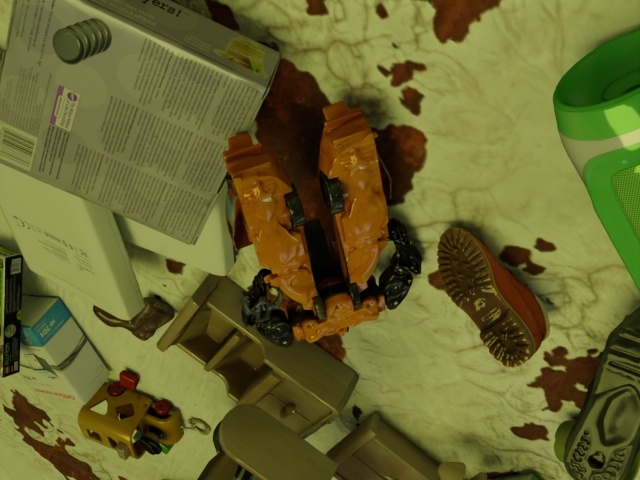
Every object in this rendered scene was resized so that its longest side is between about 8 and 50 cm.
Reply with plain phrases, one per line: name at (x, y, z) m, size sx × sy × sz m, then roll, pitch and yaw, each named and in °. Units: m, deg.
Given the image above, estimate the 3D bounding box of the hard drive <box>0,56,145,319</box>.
hard drive at (-0.363, -0.070, 1.092) m, size 0.233 × 0.047 × 0.353 m, roll 22°, pitch 139°, yaw 32°

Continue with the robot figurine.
robot figurine at (0.000, 0.000, 0.889) m, size 0.211 × 0.085 × 0.291 m, roll -18°, pitch 138°, yaw -6°

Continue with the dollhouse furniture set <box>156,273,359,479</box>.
dollhouse furniture set at (-0.160, 0.275, 1.082) m, size 0.256 × 0.394 × 0.362 m, roll 37°, pitch 141°, yaw -4°

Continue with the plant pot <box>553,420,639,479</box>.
plant pot at (0.322, 0.244, 0.984) m, size 0.079 × 0.083 × 0.083 m, roll 0°, pitch 132°, yaw 49°

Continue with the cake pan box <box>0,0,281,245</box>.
cake pan box at (-0.200, -0.130, 0.857) m, size 0.245 × 0.070 × 0.267 m, roll 24°, pitch 135°, yaw -8°

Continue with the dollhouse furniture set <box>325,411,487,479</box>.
dollhouse furniture set at (0.063, 0.424, 1.097) m, size 0.174 × 0.355 × 0.303 m, roll 39°, pitch 119°, yaw -8°

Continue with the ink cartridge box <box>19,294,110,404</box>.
ink cartridge box at (-0.477, 0.188, 1.456) m, size 0.139 × 0.082 × 0.191 m, roll 1°, pitch 129°, yaw 33°

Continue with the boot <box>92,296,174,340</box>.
boot at (-0.285, 0.107, 1.275) m, size 0.106 × 0.037 × 0.114 m, roll 29°, pitch 146°, yaw -16°

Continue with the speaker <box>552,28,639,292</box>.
speaker at (0.302, -0.021, 0.676) m, size 0.131 × 0.131 × 0.296 m, roll -14°, pitch 122°, yaw 42°

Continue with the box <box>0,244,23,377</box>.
box at (-0.536, 0.108, 1.358) m, size 0.114 × 0.036 × 0.207 m, roll 16°, pitch 108°, yaw 30°

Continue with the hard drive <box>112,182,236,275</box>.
hard drive at (-0.207, -0.107, 0.997) m, size 0.210 × 0.040 × 0.319 m, roll 19°, pitch 139°, yaw 17°

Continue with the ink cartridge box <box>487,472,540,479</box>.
ink cartridge box at (0.300, 0.432, 1.179) m, size 0.208 × 0.087 × 0.153 m, roll 43°, pitch 141°, yaw -13°

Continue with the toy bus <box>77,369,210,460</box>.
toy bus at (-0.333, 0.338, 1.496) m, size 0.191 × 0.104 × 0.202 m, roll 45°, pitch 140°, yaw -15°

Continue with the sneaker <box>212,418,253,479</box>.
sneaker at (-0.126, 0.408, 1.432) m, size 0.162 × 0.106 × 0.281 m, roll -11°, pitch 125°, yaw 44°

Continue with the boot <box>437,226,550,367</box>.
boot at (0.185, 0.052, 0.885) m, size 0.059 × 0.084 × 0.158 m, roll -38°, pitch 77°, yaw 40°

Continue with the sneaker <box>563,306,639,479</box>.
sneaker at (0.330, 0.141, 0.870) m, size 0.087 × 0.130 × 0.227 m, roll 24°, pitch 113°, yaw 18°
